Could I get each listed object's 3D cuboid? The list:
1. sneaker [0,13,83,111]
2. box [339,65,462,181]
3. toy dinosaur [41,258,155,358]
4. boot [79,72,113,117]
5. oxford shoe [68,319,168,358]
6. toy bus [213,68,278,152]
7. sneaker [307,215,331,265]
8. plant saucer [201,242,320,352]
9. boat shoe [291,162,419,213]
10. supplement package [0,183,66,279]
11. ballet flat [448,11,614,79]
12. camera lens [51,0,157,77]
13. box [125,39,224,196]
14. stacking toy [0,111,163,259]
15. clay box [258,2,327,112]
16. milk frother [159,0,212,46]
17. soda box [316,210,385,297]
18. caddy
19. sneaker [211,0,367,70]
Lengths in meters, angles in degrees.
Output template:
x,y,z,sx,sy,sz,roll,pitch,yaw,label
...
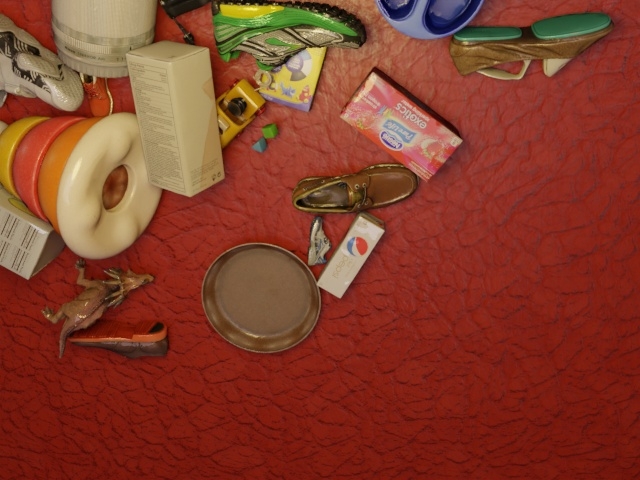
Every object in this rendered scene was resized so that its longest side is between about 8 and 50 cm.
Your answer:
x,y,z,sx,sy,sz,roll,pitch,yaw,label
-0.720,-0.368,1.654,0.366,0.137,0.210,39,113,10,sneaker
0.184,-0.266,1.616,0.257,0.122,0.128,36,110,-7,box
-0.581,0.163,1.805,0.200,0.295,0.127,7,146,44,toy dinosaur
-0.539,-0.356,1.685,0.059,0.084,0.157,-1,111,5,boot
-0.546,0.279,1.909,0.272,0.097,0.098,1,115,6,oxford shoe
-0.210,-0.289,1.637,0.191,0.104,0.202,10,128,21,toy bus
0.000,0.000,1.777,0.058,0.052,0.135,3,118,-5,sneaker
-0.151,0.145,1.840,0.311,0.050,0.310,2,110,6,plant saucer
0.084,-0.109,1.693,0.308,0.104,0.110,-10,108,10,boat shoe
-0.746,-0.043,1.760,0.203,0.194,0.149,30,111,-5,supplement package
0.456,-0.415,1.551,0.343,0.116,0.124,-6,129,9,ballet flat
-0.461,-0.518,1.515,0.220,0.219,0.274,18,131,0,camera lens
-0.318,-0.271,1.572,0.148,0.121,0.311,20,128,31,box
-0.648,-0.181,1.691,0.480,0.351,0.350,19,112,19,stacking toy
-0.055,-0.421,1.624,0.128,0.053,0.222,17,111,2,clay box
-0.277,-0.528,1.599,0.135,0.129,0.143,-18,150,12,milk frother
0.076,0.033,1.764,0.074,0.069,0.216,30,109,-5,soda box
0.243,-0.592,1.465,0.241,0.179,0.341,18,110,-1,caddy
-0.067,-0.443,1.536,0.344,0.134,0.146,8,114,15,sneaker
